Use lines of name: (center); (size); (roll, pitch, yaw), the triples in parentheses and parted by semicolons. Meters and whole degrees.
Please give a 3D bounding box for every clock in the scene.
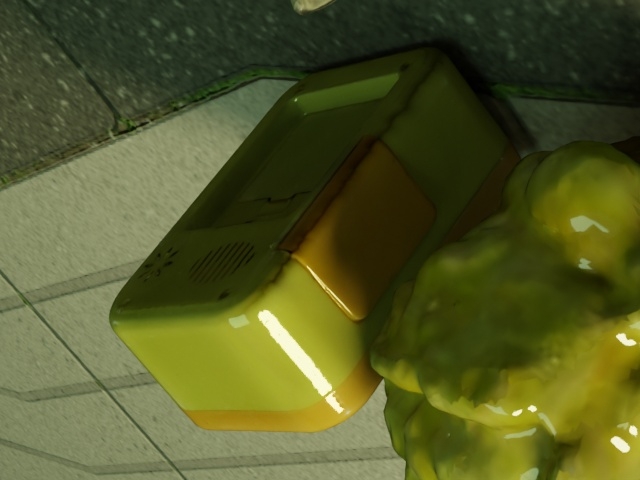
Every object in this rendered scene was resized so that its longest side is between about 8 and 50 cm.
clock: (0.000, 0.000, 0.859); (0.143, 0.202, 0.096); (-3, 131, 50)

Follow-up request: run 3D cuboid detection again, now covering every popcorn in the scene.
popcorn: (0.146, 0.062, 0.761); (0.195, 0.256, 0.255); (-117, 34, -55)

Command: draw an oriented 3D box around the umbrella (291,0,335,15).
umbrella: (-0.100, -0.241, 0.718); (0.357, 0.106, 0.113); (36, 143, -4)
